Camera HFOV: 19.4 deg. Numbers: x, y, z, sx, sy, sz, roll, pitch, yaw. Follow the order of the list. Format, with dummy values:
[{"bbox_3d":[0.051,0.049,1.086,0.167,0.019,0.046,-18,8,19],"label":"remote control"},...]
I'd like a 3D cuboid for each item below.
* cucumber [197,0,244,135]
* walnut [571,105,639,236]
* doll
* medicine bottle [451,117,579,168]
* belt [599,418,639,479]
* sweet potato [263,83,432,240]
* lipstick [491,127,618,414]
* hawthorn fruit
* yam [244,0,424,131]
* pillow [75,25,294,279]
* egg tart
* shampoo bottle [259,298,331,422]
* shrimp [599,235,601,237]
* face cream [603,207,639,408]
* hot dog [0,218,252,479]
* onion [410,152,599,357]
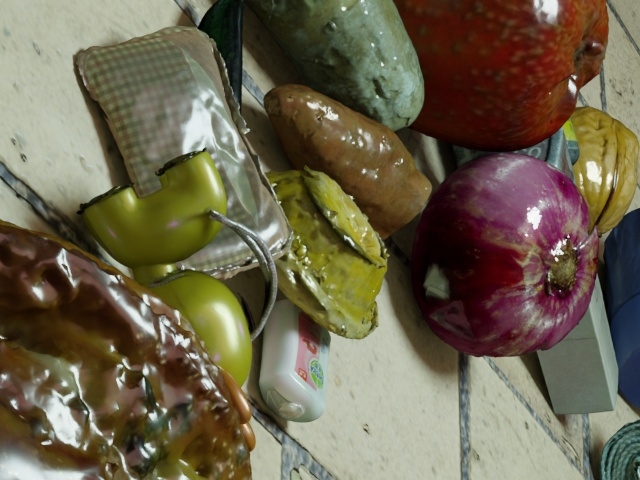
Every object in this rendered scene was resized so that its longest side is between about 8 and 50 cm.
[{"bbox_3d":[-0.092,-0.098,1.577,0.056,0.056,0.284,48,37,-43],"label":"cucumber"},{"bbox_3d":[0.330,-0.085,2.362,0.144,0.144,0.180,47,37,-43],"label":"walnut"},{"bbox_3d":[-0.097,0.053,1.374,0.220,0.135,0.143,67,-14,2],"label":"doll"},{"bbox_3d":[0.195,-0.211,2.150,0.141,0.141,0.293,3,70,-64],"label":"medicine bottle"},{"bbox_3d":[0.407,0.296,2.253,0.163,0.147,0.082,47,23,15],"label":"belt"},{"bbox_3d":[0.026,-0.076,1.753,0.252,0.097,0.097,42,38,-50],"label":"sweet potato"},{"bbox_3d":[0.267,0.041,2.107,0.076,0.080,0.371,-75,153,-47],"label":"lipstick"},{"bbox_3d":[0.154,-0.224,1.936,0.275,0.300,0.275,7,90,-90],"label":"hawthorn fruit"},{"bbox_3d":[-0.005,-0.228,1.747,0.330,0.133,0.133,55,29,-33],"label":"yam"},{"bbox_3d":[-0.103,-0.069,1.484,0.135,0.034,0.211,-19,82,-41],"label":"pillow"},{"bbox_3d":[0.000,0.000,1.625,0.191,0.074,0.191,49,13,-15],"label":"egg tart"},{"bbox_3d":[-0.022,0.107,1.587,0.072,0.043,0.099,48,34,-39],"label":"shampoo bottle"},{"bbox_3d":[0.345,-0.089,2.505,0.184,0.043,0.091,70,21,-3],"label":"shrimp"},{"bbox_3d":[0.503,0.083,2.468,0.249,0.249,0.225,45,36,-45],"label":"face cream"},{"bbox_3d":[-0.166,0.146,1.097,0.387,0.174,0.267,55,31,-35],"label":"hot dog"},{"bbox_3d":[0.177,0.019,1.907,0.201,0.207,0.200,21,27,-11],"label":"onion"}]
